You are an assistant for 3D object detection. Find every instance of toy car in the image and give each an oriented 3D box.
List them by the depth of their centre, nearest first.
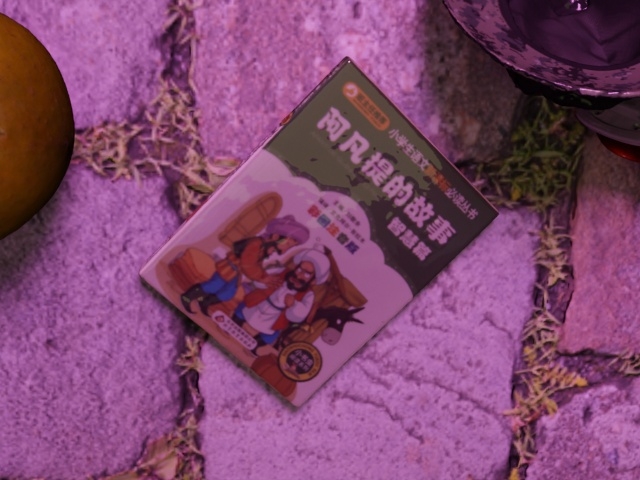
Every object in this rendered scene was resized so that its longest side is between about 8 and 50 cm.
[{"bbox_3d":[0.309,-0.110,0.777,0.139,0.112,0.112,-42,124,-3],"label":"toy car"}]

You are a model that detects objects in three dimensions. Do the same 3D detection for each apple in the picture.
[{"bbox_3d":[-0.283,-0.085,0.668,0.196,0.157,0.197,-2,108,-8],"label":"apple"}]

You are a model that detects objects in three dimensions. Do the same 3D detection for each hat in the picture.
[{"bbox_3d":[0.211,-0.176,0.711,0.265,0.266,0.128,-14,145,-3],"label":"hat"}]

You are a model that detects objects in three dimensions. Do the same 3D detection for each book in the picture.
[{"bbox_3d":[0.000,0.000,0.804,0.264,0.027,0.202,-44,107,8],"label":"book"}]
